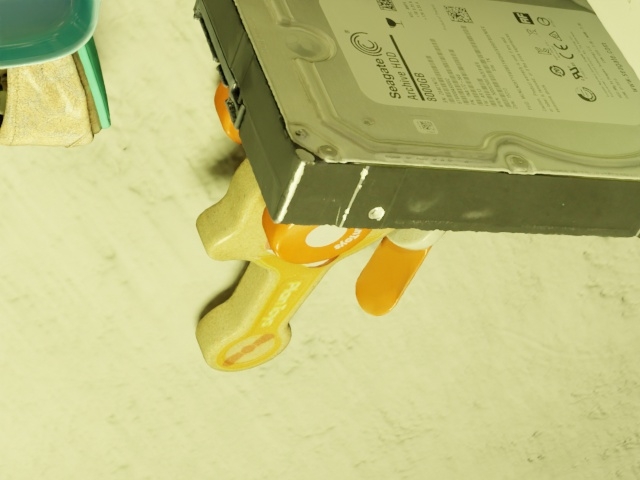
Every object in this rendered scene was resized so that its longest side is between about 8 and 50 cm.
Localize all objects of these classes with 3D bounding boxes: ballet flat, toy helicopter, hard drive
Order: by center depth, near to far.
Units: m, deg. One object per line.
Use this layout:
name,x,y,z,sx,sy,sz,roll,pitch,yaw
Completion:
ballet flat,-0.203,-0.171,0.924,0.106,0.107,0.316,-8,136,-5
hard drive,0.098,-0.105,1.022,0.339,0.237,0.064,2,133,-24
toy helicopter,0.000,0.000,1.204,0.235,0.140,0.355,-6,148,-31

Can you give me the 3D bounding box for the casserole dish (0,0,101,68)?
casserole dish,-0.208,-0.149,0.809,0.188,0.037,0.114,-8,102,-11

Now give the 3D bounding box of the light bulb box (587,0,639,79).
light bulb box,0.349,-0.230,0.901,0.358,0.361,0.225,-4,136,-20
